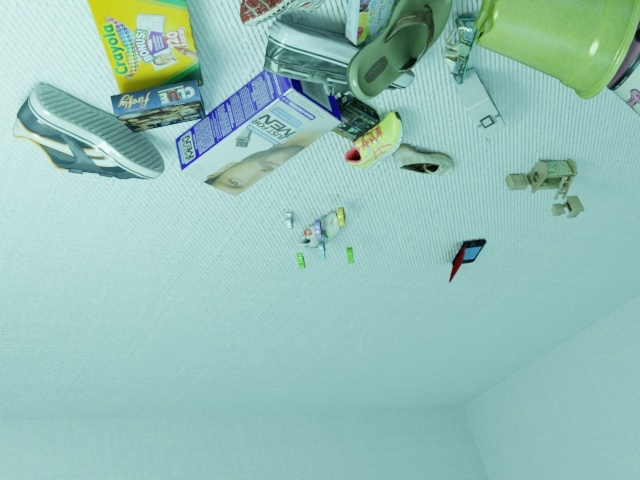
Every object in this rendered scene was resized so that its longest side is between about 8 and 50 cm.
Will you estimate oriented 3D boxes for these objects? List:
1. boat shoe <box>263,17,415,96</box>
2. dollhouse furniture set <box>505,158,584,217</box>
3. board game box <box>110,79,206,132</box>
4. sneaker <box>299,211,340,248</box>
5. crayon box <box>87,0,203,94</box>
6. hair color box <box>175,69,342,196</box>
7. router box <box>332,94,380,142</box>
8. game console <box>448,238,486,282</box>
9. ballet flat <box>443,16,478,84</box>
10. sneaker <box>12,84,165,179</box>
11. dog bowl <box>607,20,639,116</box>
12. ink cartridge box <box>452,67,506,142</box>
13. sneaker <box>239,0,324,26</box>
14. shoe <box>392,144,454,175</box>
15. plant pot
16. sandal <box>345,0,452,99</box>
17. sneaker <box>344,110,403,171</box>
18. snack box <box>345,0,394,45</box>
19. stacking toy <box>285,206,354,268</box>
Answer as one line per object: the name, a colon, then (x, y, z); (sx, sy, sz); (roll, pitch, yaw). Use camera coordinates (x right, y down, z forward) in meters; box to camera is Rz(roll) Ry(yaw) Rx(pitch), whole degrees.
boat shoe: (0.035, -0.362, 1.531); (0.335, 0.121, 0.119); (12, 119, -23)
dollhouse furniture set: (0.668, -0.150, 2.143); (0.182, 0.160, 0.101); (-5, 148, -20)
board game box: (-0.320, -0.269, 1.486); (0.165, 0.042, 0.243); (-12, -177, -5)
sneaker: (-0.005, -0.026, 2.138); (0.075, 0.057, 0.161); (0, 150, -34)
crayon box: (-0.323, -0.394, 1.362); (0.166, 0.081, 0.278); (-12, 150, -6)
hair color box: (-0.143, -0.248, 1.664); (0.339, 0.110, 0.185); (-31, 148, 27)
router box: (0.070, -0.293, 1.753); (0.092, 0.038, 0.122); (-36, 144, 29)
game console: (0.502, 0.071, 2.505); (0.124, 0.085, 0.144); (-6, 149, -15)
ballet flat: (0.308, -0.426, 1.636); (0.070, 0.070, 0.188); (-10, 147, -10)
sneaker: (-0.491, -0.204, 1.560); (0.127, 0.126, 0.321); (-38, 132, 26)
dog bowl: (0.709, -0.455, 1.481); (0.150, 0.408, 0.408); (29, 144, 6)
ink cartridge box: (0.393, -0.325, 1.785); (0.060, 0.104, 0.180); (-28, 148, 18)
sneaker: (-0.047, -0.457, 1.380); (0.225, 0.088, 0.092); (-22, 150, 11)
shoe: (0.281, -0.202, 1.979); (0.219, 0.058, 0.076); (10, 141, -36)
plant pot: (0.456, -0.446, 1.463); (0.254, 0.276, 0.276); (14, 145, -3)
sandal: (0.173, -0.392, 1.452); (0.120, 0.086, 0.302); (46, 74, -30)
sneaker: (0.130, -0.244, 1.821); (0.094, 0.081, 0.208); (5, 144, -28)
snack box: (0.100, -0.467, 1.446); (0.100, 0.037, 0.141); (-36, 156, -21)
stacking toy: (0.000, 0.000, 2.099); (0.167, 0.052, 0.221); (-5, 132, 8)
